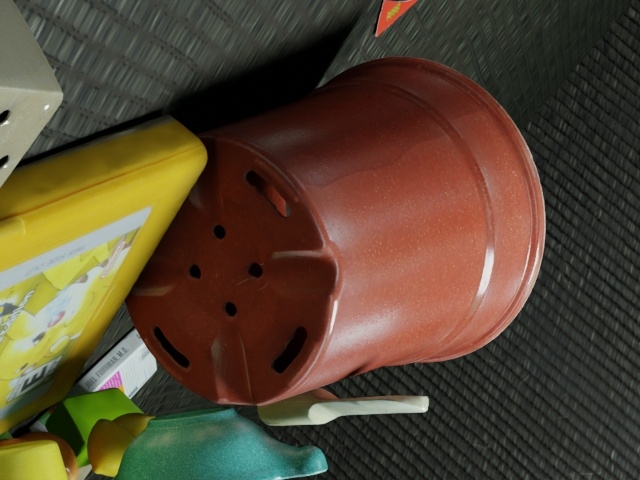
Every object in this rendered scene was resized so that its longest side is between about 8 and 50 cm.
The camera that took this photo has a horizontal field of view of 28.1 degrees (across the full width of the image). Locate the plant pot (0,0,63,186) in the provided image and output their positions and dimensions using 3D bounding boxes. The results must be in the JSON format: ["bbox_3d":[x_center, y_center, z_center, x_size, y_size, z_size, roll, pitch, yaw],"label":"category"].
[{"bbox_3d":[-0.169,-0.061,0.503,0.109,0.096,0.109,-51,169,14],"label":"plant pot"}]

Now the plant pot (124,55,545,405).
[{"bbox_3d":[0.000,0.000,1.018,0.265,0.272,0.272,-19,150,-54],"label":"plant pot"}]

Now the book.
[{"bbox_3d":[-0.219,0.153,1.250,0.144,0.035,0.096,-44,166,-23],"label":"book"}]

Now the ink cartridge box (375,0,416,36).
[{"bbox_3d":[0.118,-0.253,1.111,0.145,0.045,0.179,-44,166,-20],"label":"ink cartridge box"}]

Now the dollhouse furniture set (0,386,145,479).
[{"bbox_3d":[-0.270,0.298,1.151,0.301,0.151,0.197,-52,158,24],"label":"dollhouse furniture set"}]

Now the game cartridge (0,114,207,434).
[{"bbox_3d":[-0.234,0.068,0.831,0.285,0.052,0.323,-55,168,33],"label":"game cartridge"}]

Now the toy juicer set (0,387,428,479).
[{"bbox_3d":[-0.100,0.175,0.986,0.328,0.090,0.209,-8,177,-18],"label":"toy juicer set"}]
